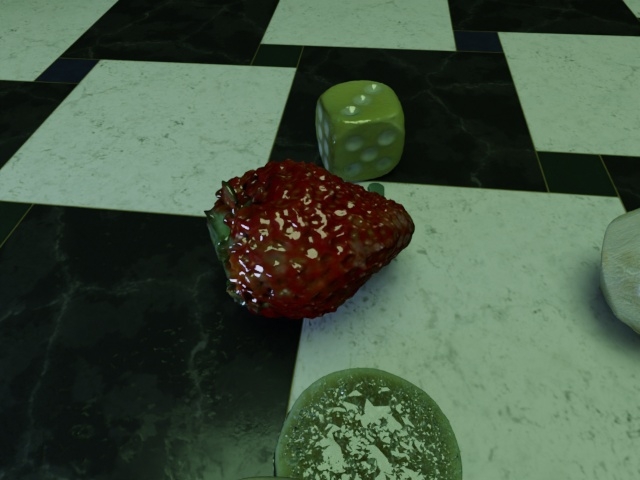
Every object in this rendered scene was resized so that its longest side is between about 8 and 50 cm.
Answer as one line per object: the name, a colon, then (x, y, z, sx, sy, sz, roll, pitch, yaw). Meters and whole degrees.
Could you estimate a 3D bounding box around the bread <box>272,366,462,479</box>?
bread: (0.064, 0.300, 0.596, 0.266, 0.040, 0.267, -1, 50, 1)

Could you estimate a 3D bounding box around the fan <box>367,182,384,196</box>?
fan: (0.129, -0.056, 0.909, 0.038, 0.016, 0.193, -1, 49, -3)

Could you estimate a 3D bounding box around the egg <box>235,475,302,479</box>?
egg: (-0.050, 0.367, 0.438, 0.201, 0.201, 0.244, -24, 78, -18)

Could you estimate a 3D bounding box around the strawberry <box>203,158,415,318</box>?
strawberry: (0.000, 0.000, 0.716, 0.351, 0.267, 0.312, -8, 18, -26)

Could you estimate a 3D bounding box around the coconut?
coconut: (0.577, 0.056, 0.671, 0.244, 0.247, 0.245, 6, 71, -19)

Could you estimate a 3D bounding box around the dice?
dice: (0.086, -0.249, 0.972, 0.169, 0.169, 0.166, -12, 50, -8)
